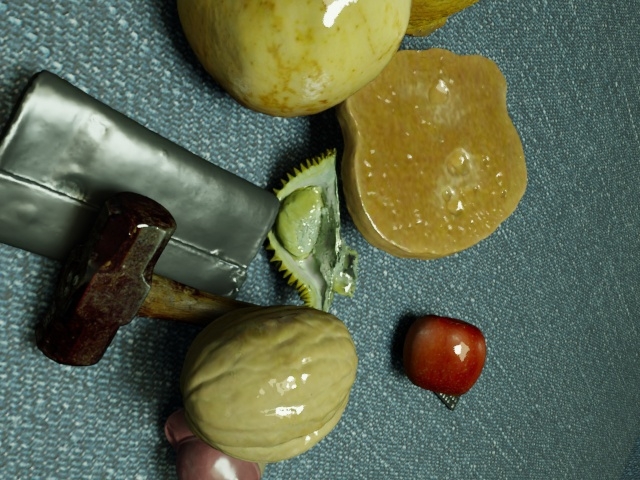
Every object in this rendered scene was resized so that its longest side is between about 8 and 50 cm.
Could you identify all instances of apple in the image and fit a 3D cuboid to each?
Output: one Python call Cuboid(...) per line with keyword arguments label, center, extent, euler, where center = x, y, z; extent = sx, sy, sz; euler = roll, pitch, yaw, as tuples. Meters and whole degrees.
Cuboid(label="apple", center=(0.267, 0.247, 1.201), extent=(0.181, 0.181, 0.168), euler=(23, 81, -39))

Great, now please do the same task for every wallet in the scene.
Cuboid(label="wallet", center=(-0.260, -0.045, 0.807), extent=(0.406, 0.062, 0.228), euler=(27, 87, -38))

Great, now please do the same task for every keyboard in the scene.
Cuboid(label="keyboard", center=(0.273, 0.307, 1.341), extent=(0.309, 0.018, 0.100), euler=(49, 66, -33))

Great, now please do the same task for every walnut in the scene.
Cuboid(label="walnut", center=(-0.069, 0.192, 0.785), extent=(0.261, 0.225, 0.224), euler=(-12, 104, -31))

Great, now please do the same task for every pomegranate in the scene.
Cuboid(label="pomegranate", center=(-0.042, -0.353, 0.781), extent=(0.343, 0.343, 0.342), euler=(-7, 101, -39))

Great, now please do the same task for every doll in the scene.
Cuboid(label="doll", center=(-0.141, 0.309, 0.917), extent=(0.196, 0.152, 0.256), euler=(40, 51, -3))

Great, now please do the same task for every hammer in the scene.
Cuboid(label="hammer", center=(-0.181, 0.102, 0.832), extent=(0.409, 0.095, 0.242), euler=(24, 108, -41))

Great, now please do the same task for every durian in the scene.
Cuboid(label="durian", center=(0.000, 0.000, 0.971), extent=(0.172, 0.167, 0.306), euler=(6, 87, -42))

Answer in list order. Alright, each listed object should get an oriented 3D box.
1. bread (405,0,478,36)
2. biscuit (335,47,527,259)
Cuboid(label="bread", center=(0.162, -0.582, 0.988), extent=(0.398, 0.215, 0.397), euler=(-2, 94, -36))
Cuboid(label="biscuit", center=(0.199, -0.153, 0.977), extent=(0.385, 0.062, 0.364), euler=(-15, 94, -27))
